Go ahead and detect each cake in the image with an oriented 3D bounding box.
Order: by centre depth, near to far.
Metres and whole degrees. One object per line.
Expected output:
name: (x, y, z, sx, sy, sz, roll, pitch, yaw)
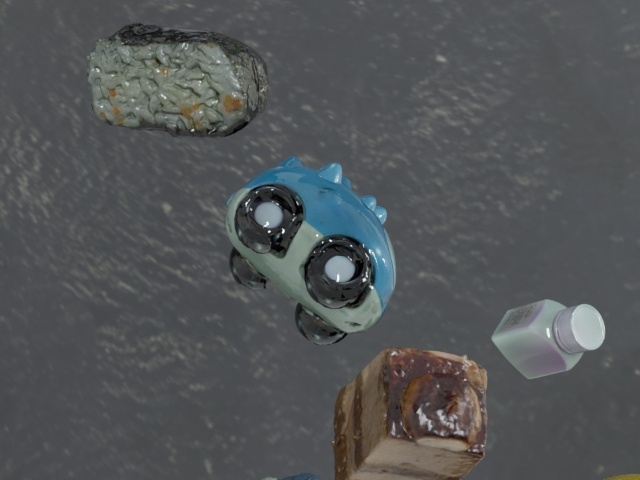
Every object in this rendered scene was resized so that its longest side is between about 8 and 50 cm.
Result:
cake: (0.152, 0.283, 2.146, 0.196, 0.199, 0.293, 14, 145, -14)

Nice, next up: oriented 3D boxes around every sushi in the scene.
sushi: (-0.181, -0.204, 1.695, 0.225, 0.126, 0.136, 6, 116, 8)

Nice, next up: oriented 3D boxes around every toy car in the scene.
toy car: (0.000, 0.000, 1.743, 0.190, 0.255, 0.188, -46, 167, -23)

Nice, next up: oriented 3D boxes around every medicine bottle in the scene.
medicine bottle: (0.258, 0.107, 1.485, 0.074, 0.118, 0.055, 47, 57, -13)

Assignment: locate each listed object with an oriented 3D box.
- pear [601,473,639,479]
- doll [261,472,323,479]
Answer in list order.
pear: (0.454, 0.512, 1.940, 0.285, 0.285, 0.336, 29, 84, -31)
doll: (0.002, 0.208, 0.988, 0.083, 0.076, 0.050, 30, 116, -34)
